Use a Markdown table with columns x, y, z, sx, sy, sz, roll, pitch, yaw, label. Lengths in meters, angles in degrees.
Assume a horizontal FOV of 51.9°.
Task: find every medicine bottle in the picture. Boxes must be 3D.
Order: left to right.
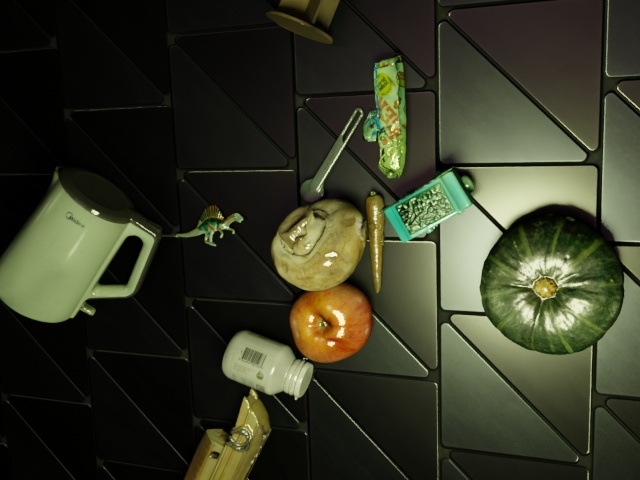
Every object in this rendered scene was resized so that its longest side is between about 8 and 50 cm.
| x | y | z | sx | sy | sz | roll | pitch | yaw | label |
| --- | --- | --- | --- | --- | --- | --- | --- | --- | --- |
| -0.134 | 0.327 | 1.709 | 0.215 | 0.135 | 0.135 | 19 | 105 | 16 | medicine bottle |

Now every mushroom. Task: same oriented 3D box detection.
| x | y | z | sx | sy | sz | roll | pitch | yaw | label |
| --- | --- | --- | --- | --- | --- | --- | --- | --- | --- |
| 0.000 | 0.000 | 1.557 | 0.254 | 0.255 | 0.184 | -28 | 120 | 22 | mushroom |

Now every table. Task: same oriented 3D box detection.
| x | y | z | sx | sy | sz | roll | pitch | yaw | label |
| --- | --- | --- | --- | --- | --- | --- | --- | --- | --- |
| -0.006 | -0.591 | 1.506 | 0.167 | 0.167 | 0.227 | 25 | 98 | 14 | table |

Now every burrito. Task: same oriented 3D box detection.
| x | y | z | sx | sy | sz | roll | pitch | yaw | label |
| --- | --- | --- | --- | --- | --- | --- | --- | --- | --- |
| 0.150 | -0.289 | 1.545 | 0.104 | 0.054 | 0.288 | -1 | 99 | 20 | burrito |

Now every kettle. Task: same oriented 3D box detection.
| x | y | z | sx | sy | sz | roll | pitch | yaw | label |
| --- | --- | --- | --- | --- | --- | --- | --- | --- | --- |
| -0.651 | 0.036 | 1.810 | 0.361 | 0.250 | 0.377 | 36 | 108 | -11 | kettle |

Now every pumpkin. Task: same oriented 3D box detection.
| x | y | z | sx | sy | sz | roll | pitch | yaw | label |
| --- | --- | --- | --- | --- | --- | --- | --- | --- | --- |
| 0.496 | 0.092 | 1.412 | 0.300 | 0.207 | 0.300 | 1 | 91 | 31 | pumpkin |

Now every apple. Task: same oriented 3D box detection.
| x | y | z | sx | sy | sz | roll | pitch | yaw | label |
| --- | --- | --- | --- | --- | --- | --- | --- | --- | --- |
| 0.023 | 0.198 | 1.617 | 0.209 | 0.164 | 0.210 | 2 | 97 | 19 | apple |

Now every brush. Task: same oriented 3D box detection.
| x | y | z | sx | sy | sz | roll | pitch | yaw | label |
| --- | --- | --- | --- | --- | --- | --- | --- | --- | --- |
| 0.033 | -0.207 | 1.621 | 0.062 | 0.027 | 0.266 | 35 | 105 | 10 | brush |

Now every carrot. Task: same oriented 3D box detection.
| x | y | z | sx | sy | sz | roll | pitch | yaw | label |
| --- | --- | --- | --- | --- | --- | --- | --- | --- | --- |
| 0.136 | 0.006 | 1.608 | 0.049 | 0.049 | 0.255 | 2 | 102 | 19 | carrot |

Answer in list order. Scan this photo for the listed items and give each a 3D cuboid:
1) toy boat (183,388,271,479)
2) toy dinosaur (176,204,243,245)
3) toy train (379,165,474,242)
| x | y | z | sx | sy | sz | roll | pitch | yaw | label |
| --- | --- | --- | --- | --- | --- | --- | --- | --- | --- |
| -0.269 | 0.613 | 1.820 | 0.162 | 0.136 | 0.446 | 29 | 103 | 8 | toy boat |
| -0.297 | -0.044 | 1.759 | 0.187 | 0.044 | 0.106 | 14 | 91 | 30 | toy dinosaur |
| 0.248 | -0.081 | 1.489 | 0.203 | 0.163 | 0.112 | -34 | 89 | 22 | toy train |
